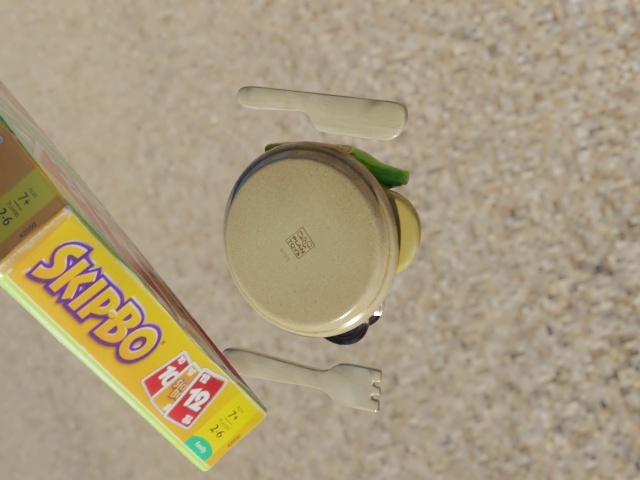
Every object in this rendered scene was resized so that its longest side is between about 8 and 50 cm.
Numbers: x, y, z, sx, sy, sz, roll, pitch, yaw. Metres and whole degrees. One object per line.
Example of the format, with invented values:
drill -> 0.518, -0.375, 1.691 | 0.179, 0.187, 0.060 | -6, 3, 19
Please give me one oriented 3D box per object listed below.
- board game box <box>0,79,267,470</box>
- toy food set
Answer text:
board game box -> -0.117, -0.039, 0.577 | 0.259, 0.039, 0.124 | 43, 174, 41
toy food set -> 0.000, 0.000, 1.086 | 0.132, 0.038, 0.192 | 11, 103, 25
